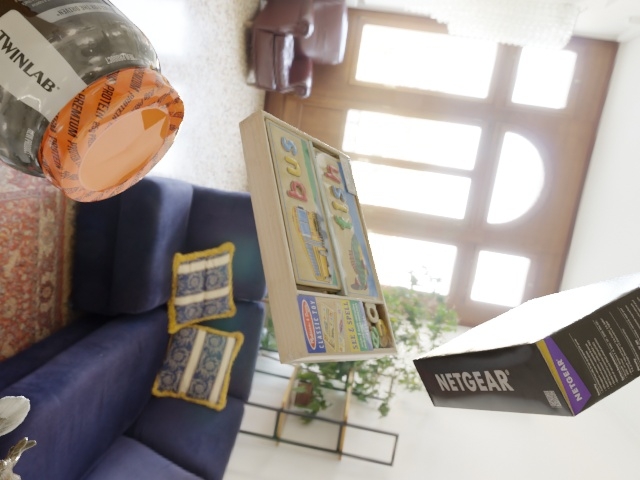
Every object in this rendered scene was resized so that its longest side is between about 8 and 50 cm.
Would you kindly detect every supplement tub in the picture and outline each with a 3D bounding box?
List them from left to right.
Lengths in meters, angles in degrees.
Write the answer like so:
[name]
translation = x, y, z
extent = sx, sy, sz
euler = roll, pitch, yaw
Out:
[supplement tub]
translation = -0.327, -0.214, 0.552
extent = 0.207, 0.338, 0.207
euler = -46, 173, -7

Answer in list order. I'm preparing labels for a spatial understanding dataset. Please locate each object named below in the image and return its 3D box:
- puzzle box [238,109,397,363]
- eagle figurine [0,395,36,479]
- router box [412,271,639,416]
[puzzle box]
translation = 0.000, 0.000, 0.854
extent = 0.272, 0.052, 0.408
euler = 14, 58, -52
[eagle figurine]
translation = -0.656, 0.366, 0.815
extent = 0.225, 0.299, 0.226
euler = 146, -46, -79
[router box]
translation = 0.293, 0.133, 0.648
extent = 0.081, 0.243, 0.309
euler = 66, -18, 10
